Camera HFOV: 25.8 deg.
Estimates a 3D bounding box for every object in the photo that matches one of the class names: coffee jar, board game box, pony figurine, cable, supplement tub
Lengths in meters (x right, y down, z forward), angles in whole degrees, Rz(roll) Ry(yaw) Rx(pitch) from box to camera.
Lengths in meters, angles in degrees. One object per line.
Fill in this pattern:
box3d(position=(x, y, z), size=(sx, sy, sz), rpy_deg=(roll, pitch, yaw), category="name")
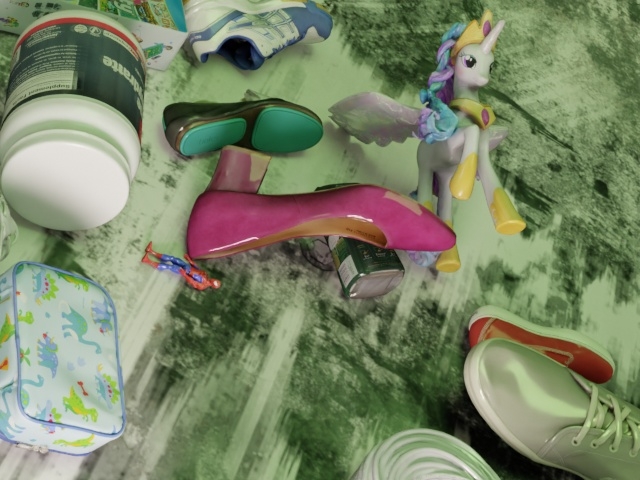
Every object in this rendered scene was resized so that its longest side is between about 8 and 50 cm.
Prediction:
box3d(position=(0.052, -0.004, 2.134), size=(0.096, 0.079, 0.184), rpy_deg=(-4, 55, -30), category="coffee jar")
box3d(position=(-0.376, -0.404, 2.191), size=(0.303, 0.097, 0.224), rpy_deg=(11, 47, -30), category="board game box")
box3d(position=(0.199, -0.145, 2.220), size=(0.303, 0.351, 0.363), rpy_deg=(11, 65, -23), category="pony figurine")
box3d(position=(0.152, 0.375, 1.841), size=(0.257, 0.089, 0.257), rpy_deg=(42, 39, 6), category="cable")
box3d(position=(-0.339, -0.167, 1.915), size=(0.191, 0.191, 0.272), rpy_deg=(18, 44, -22), category="supplement tub")

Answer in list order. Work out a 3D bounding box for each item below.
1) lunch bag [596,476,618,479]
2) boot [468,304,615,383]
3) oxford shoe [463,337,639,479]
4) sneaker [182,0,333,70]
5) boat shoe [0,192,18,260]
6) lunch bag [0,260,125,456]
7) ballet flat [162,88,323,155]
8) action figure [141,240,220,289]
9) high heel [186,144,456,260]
box3d(position=(0.320, 0.459, 1.700), size=(0.235, 0.169, 0.287), rpy_deg=(-24, 94, -21), category="lunch bag")
box3d(position=(0.339, 0.213, 2.136), size=(0.244, 0.088, 0.176), rpy_deg=(18, 44, -10), category="boot")
box3d(position=(0.400, 0.273, 2.028), size=(0.449, 0.130, 0.169), rpy_deg=(36, 55, -16), category="oxford shoe")
box3d(position=(-0.103, -0.339, 2.343), size=(0.296, 0.112, 0.131), rpy_deg=(-1, 70, -35), category="sneaker")
box3d(position=(-0.418, -0.016, 1.745), size=(0.084, 0.095, 0.258), rpy_deg=(34, 15, -31), category="boat shoe")
box3d(position=(-0.320, 0.145, 1.678), size=(0.176, 0.090, 0.219), rpy_deg=(20, 50, -44), category="lunch bag")
box3d(position=(-0.124, -0.192, 2.179), size=(0.280, 0.095, 0.096), rpy_deg=(-4, 43, -38), category="ballet flat")
box3d(position=(-0.192, 0.039, 1.956), size=(0.115, 0.030, 0.038), rpy_deg=(28, 36, -14), category="action figure")
box3d(position=(0.000, 0.000, 2.018), size=(0.377, 0.127, 0.181), rpy_deg=(16, 70, 6), category="high heel")
